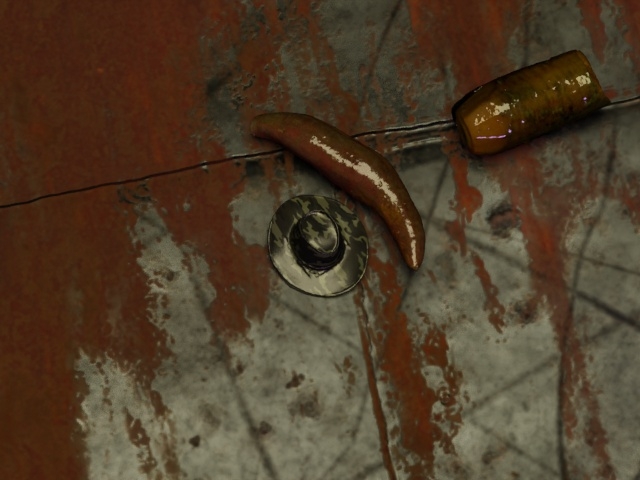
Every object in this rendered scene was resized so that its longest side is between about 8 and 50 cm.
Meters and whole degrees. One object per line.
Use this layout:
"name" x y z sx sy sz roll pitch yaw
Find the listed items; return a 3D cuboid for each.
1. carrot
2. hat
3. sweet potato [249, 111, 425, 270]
"carrot" 0.231 -0.152 1.965 0.173 0.082 0.082 -25 73 -6
"hat" 0.000 0.000 1.922 0.121 0.050 0.121 1 73 -4
"sweet potato" 0.035 -0.072 1.941 0.255 0.058 0.078 42 64 15
